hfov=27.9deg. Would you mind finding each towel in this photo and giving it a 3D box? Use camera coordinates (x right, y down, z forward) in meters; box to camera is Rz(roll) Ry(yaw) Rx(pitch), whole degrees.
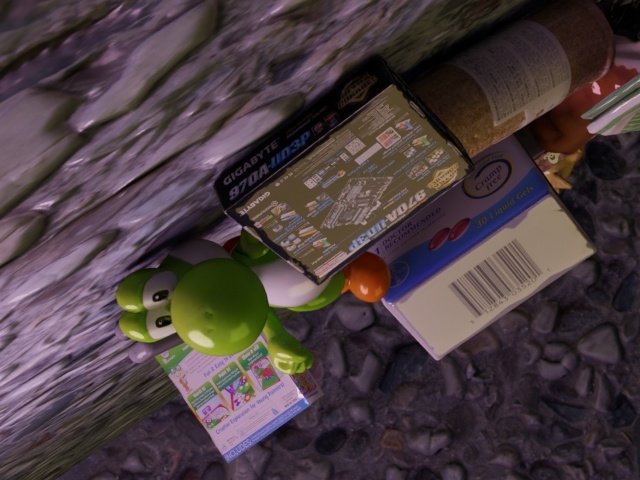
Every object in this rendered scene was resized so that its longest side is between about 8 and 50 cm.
[{"bbox_3d":[0.505,-0.197,1.534,0.325,0.038,0.248,-7,163,-29],"label":"towel"}]

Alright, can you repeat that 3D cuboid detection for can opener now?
[{"bbox_3d":[-0.202,0.116,1.865,0.093,0.074,0.280,-37,174,27],"label":"can opener"}]

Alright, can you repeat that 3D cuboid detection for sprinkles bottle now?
[{"bbox_3d":[0.195,-0.174,1.523,0.355,0.121,0.121,-32,174,-29],"label":"sprinkles bottle"}]

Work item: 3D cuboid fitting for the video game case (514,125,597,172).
[{"bbox_3d":[0.327,-0.188,1.962,0.232,0.042,0.210,-36,-145,8],"label":"video game case"}]

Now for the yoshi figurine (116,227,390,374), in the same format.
[{"bbox_3d":[-0.056,0.051,1.518,0.362,0.203,0.203,-19,166,-34],"label":"yoshi figurine"}]

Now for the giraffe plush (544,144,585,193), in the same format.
[{"bbox_3d":[0.365,-0.165,2.138,0.210,0.170,0.181,-35,-169,29],"label":"giraffe plush"}]

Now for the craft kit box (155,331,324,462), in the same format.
[{"bbox_3d":[-0.149,0.232,2.265,0.250,0.246,0.061,-39,176,37],"label":"craft kit box"}]

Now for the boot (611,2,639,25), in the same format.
[{"bbox_3d":[0.528,-0.345,2.145,0.207,0.094,0.246,-27,177,-35],"label":"boot"}]

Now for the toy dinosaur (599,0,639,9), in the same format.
[{"bbox_3d":[0.492,-0.387,1.876,0.211,0.064,0.112,-24,-170,-15],"label":"toy dinosaur"}]

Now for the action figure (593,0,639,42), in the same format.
[{"bbox_3d":[0.496,-0.269,1.737,0.178,0.341,0.330,-43,152,-59],"label":"action figure"}]

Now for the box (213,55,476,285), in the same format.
[{"bbox_3d":[0.027,-0.066,1.335,0.220,0.051,0.175,-37,136,14],"label":"box"}]

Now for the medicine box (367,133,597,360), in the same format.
[{"bbox_3d":[0.187,-0.031,1.776,0.263,0.149,0.289,-36,-142,10],"label":"medicine box"}]

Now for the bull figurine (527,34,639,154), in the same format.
[{"bbox_3d":[0.353,-0.220,1.711,0.101,0.188,0.310,-33,174,-30],"label":"bull figurine"}]
